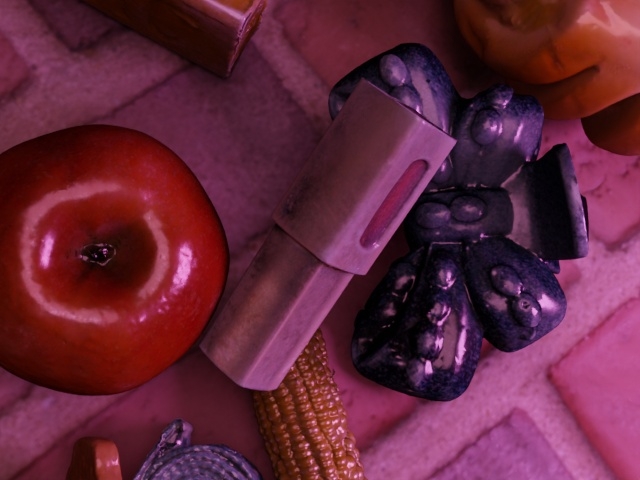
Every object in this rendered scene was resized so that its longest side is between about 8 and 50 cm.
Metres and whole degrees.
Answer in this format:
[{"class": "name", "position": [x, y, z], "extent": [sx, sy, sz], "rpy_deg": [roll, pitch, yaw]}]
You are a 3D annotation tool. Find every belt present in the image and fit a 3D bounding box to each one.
[{"class": "belt", "position": [-0.101, 0.254, 0.837], "extent": [0.148, 0.082, 0.163], "rpy_deg": [30, 79, 5]}]

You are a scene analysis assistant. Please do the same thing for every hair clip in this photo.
[{"class": "hair clip", "position": [0.123, -0.015, 0.884], "extent": [0.206, 0.194, 0.310], "rpy_deg": [-5, 83, 10]}]

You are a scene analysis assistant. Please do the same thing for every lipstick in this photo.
[{"class": "lipstick", "position": [0.000, 0.000, 0.793], "extent": [0.077, 0.079, 0.253], "rpy_deg": [40, 100, 30]}]

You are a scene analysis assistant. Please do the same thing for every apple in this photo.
[{"class": "apple", "position": [-0.183, 0.015, 0.803], "extent": [0.218, 0.201, 0.218], "rpy_deg": [2, 84, -18]}]

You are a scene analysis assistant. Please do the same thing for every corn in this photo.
[{"class": "corn", "position": [-0.010, 0.167, 0.870], "extent": [0.086, 0.086, 0.288], "rpy_deg": [-14, 82, -13]}]

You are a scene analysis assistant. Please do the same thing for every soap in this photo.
[{"class": "soap", "position": [-0.171, -0.249, 0.868], "extent": [0.257, 0.160, 0.080], "rpy_deg": [28, 78, -5]}]

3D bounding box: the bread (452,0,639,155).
[{"class": "bread", "position": [0.261, -0.238, 0.937], "extent": [0.270, 0.211, 0.315], "rpy_deg": [19, 66, -3]}]

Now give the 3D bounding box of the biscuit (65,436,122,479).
[{"class": "biscuit", "position": [-0.182, 0.275, 0.786], "extent": [0.040, 0.144, 0.236], "rpy_deg": [10, 79, -35]}]
